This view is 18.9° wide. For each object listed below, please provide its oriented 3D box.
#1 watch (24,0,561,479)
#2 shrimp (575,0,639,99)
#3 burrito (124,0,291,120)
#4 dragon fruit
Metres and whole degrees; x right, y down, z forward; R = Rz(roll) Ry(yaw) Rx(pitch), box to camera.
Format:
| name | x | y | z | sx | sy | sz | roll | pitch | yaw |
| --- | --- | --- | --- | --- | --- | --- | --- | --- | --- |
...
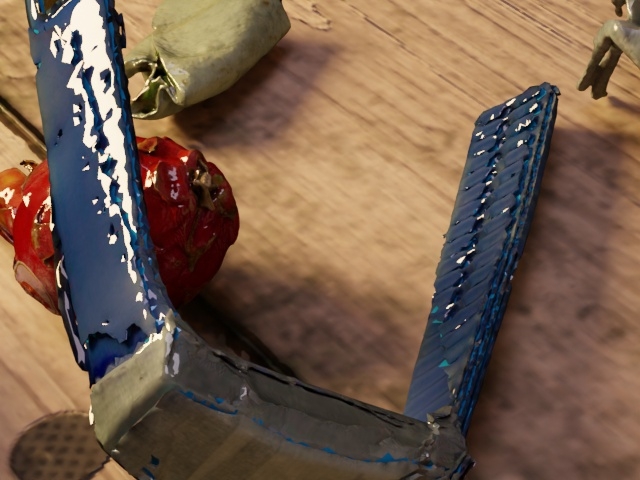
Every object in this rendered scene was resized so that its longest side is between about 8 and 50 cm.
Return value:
| name | x | y | z | sx | sy | sz | roll | pitch | yaw |
| --- | --- | --- | --- | --- | --- | --- | --- | --- | --- |
| watch | 0.011 | 0.007 | 0.826 | 0.276 | 0.068 | 0.274 | 15 | 44 | -30 |
| shrimp | 0.214 | -0.100 | 0.885 | 0.221 | 0.166 | 0.410 | -29 | 28 | 22 |
| burrito | -0.070 | -0.100 | 1.036 | 0.074 | 0.044 | 0.118 | 8 | 40 | 26 |
| dragon fruit | -0.115 | -0.003 | 0.911 | 0.190 | 0.094 | 0.094 | -1 | 34 | 48 |
